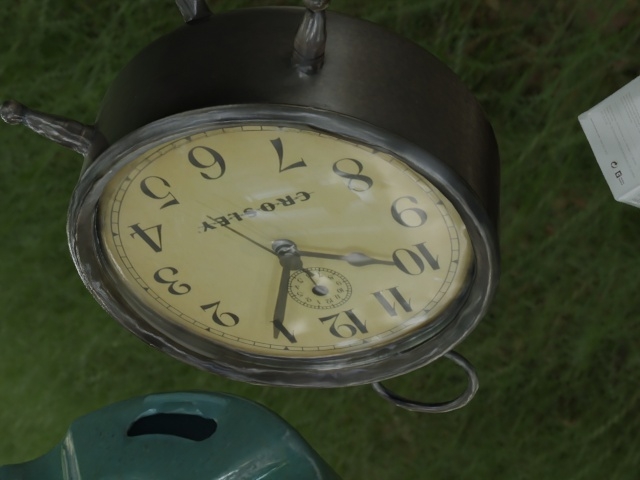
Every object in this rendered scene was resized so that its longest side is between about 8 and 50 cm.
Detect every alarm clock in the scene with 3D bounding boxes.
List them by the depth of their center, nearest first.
[{"bbox_3d":[0.000,0.000,0.413,0.129,0.064,0.192,-15,132,24],"label":"alarm clock"}]

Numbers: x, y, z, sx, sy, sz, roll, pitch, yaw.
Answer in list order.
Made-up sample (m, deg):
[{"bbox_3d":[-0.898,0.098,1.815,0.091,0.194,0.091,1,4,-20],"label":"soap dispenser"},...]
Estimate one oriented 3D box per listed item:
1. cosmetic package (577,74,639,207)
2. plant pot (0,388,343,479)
[{"bbox_3d":[0.256,-0.047,0.724,0.239,0.060,0.099,12,139,-45],"label":"cosmetic package"},{"bbox_3d":[-0.036,0.273,0.633,0.341,0.341,0.334,8,141,46],"label":"plant pot"}]
